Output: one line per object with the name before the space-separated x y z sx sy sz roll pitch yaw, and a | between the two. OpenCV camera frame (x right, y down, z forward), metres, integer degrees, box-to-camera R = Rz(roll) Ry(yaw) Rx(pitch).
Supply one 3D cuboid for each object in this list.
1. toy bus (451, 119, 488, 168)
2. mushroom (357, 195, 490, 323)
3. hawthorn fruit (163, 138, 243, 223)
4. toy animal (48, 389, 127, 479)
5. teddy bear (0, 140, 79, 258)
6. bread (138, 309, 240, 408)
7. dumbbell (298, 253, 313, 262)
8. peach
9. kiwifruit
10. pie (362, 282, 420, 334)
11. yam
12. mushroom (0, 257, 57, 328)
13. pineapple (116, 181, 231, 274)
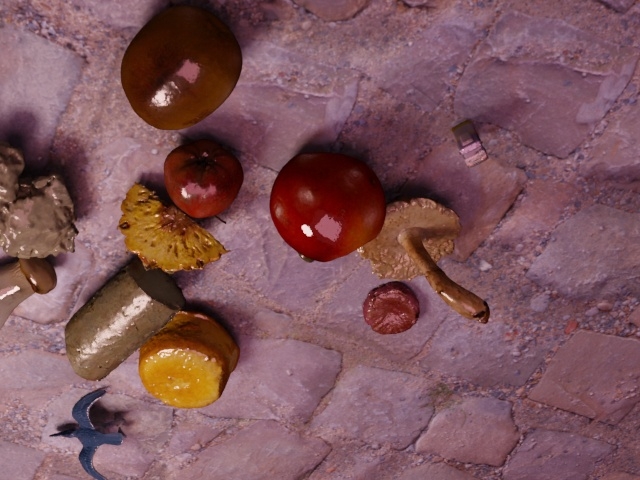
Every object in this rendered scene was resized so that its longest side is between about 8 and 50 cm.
toy bus | 0.306 -0.199 1.557 0.052 0.102 0.058 -27 122 15
mushroom | 0.231 0.019 1.616 0.233 0.302 0.207 22 90 -35
hawthorn fruit | -0.244 -0.108 1.566 0.163 0.162 0.203 6 145 -10
toy animal | -0.601 0.519 1.996 0.176 0.239 0.255 -10 178 -31
teddy bear | -0.677 -0.064 1.542 0.368 0.224 0.357 13 125 -33
bread | -0.329 0.291 1.851 0.269 0.145 0.268 0 127 0
dumbbell | 0.000 0.000 1.718 0.052 0.046 0.118 34 117 -32
peach | 0.012 -0.076 1.561 0.244 0.199 0.243 2 102 7
kiwifruit | -0.257 -0.305 1.373 0.196 0.196 0.234 34 119 -27
pie | 0.174 0.171 1.869 0.154 0.038 0.153 -2 126 -3
yam | -0.458 0.181 1.740 0.304 0.168 0.168 -39 121 22
mushroom | -0.731 0.127 1.721 0.329 0.122 0.159 -28 161 16
pineapple | -0.333 0.009 1.621 0.250 0.164 0.139 37 74 -2
